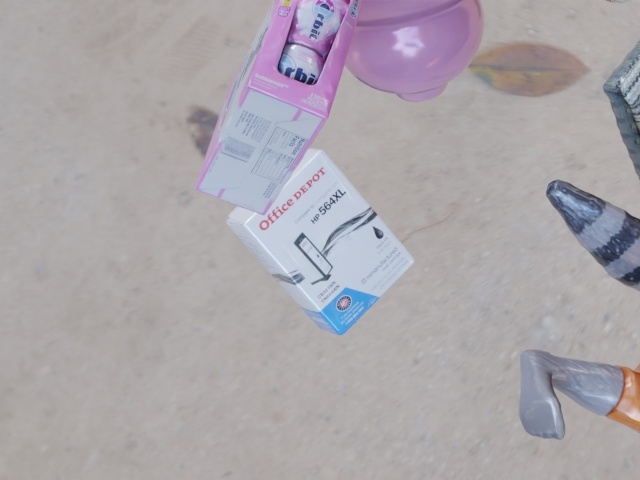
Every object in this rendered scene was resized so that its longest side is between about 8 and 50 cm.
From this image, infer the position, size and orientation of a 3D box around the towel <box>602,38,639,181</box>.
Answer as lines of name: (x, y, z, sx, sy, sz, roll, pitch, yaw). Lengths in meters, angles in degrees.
towel: (0.377, -0.116, 1.040, 0.312, 0.324, 0.056, -48, 42, -12)

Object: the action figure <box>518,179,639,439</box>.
action figure: (0.303, 0.017, 0.832, 0.178, 0.330, 0.341, 45, 110, 37)

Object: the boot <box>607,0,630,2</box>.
boot: (0.241, -0.327, 1.315, 0.176, 0.088, 0.244, -21, 64, 43)

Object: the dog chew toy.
dog chew toy: (0.054, -0.270, 1.079, 0.206, 0.207, 0.332, -4, 121, 19)

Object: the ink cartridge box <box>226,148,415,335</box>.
ink cartridge box: (0.000, 0.000, 1.723, 0.148, 0.086, 0.203, -45, 108, -11)

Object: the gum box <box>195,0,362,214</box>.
gum box: (-0.032, -0.109, 0.982, 0.062, 0.188, 0.107, 21, 64, -9)
